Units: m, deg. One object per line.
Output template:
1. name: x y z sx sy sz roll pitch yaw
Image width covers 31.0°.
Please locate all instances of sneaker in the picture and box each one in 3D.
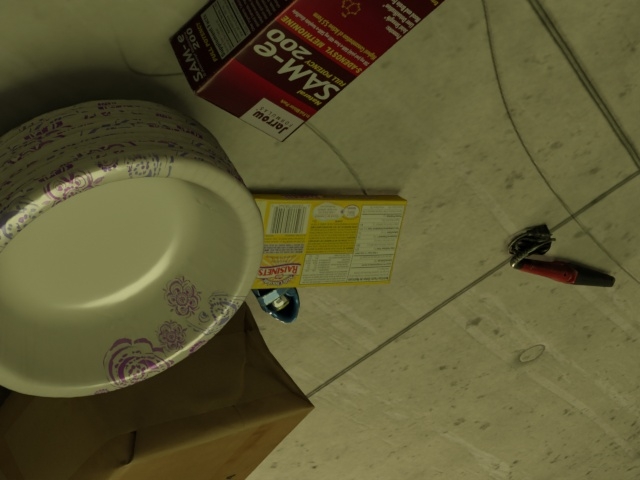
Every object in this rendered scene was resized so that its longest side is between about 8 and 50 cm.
1. sneaker: -0.058 0.044 1.306 0.053 0.059 0.144 -28 144 5

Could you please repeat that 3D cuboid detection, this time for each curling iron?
1. curling iron: 0.342 0.036 1.588 0.068 0.035 0.274 -42 143 22

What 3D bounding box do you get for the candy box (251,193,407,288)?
1. candy box: 0.000 0.000 1.279 0.206 0.027 0.105 0 114 -34

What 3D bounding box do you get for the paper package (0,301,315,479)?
1. paper package: -0.224 0.242 1.320 0.309 0.168 0.325 -8 144 -50

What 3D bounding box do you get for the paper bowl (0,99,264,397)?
1. paper bowl: -0.205 -0.004 1.042 0.284 0.148 0.284 -19 138 -18

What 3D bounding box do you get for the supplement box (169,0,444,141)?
1. supplement box: 0.002 -0.203 1.000 0.239 0.073 0.130 -39 145 20
